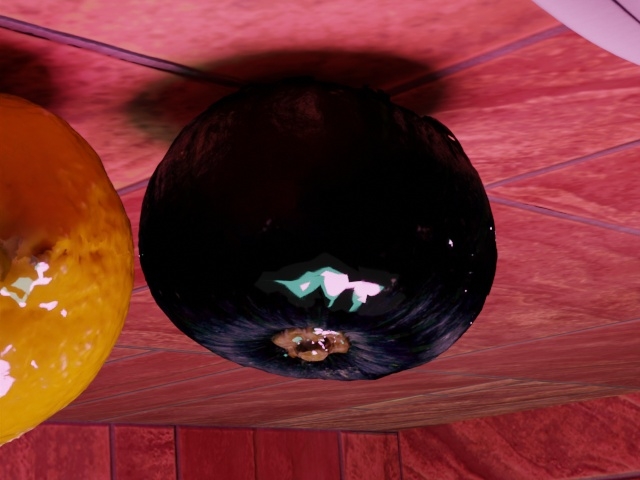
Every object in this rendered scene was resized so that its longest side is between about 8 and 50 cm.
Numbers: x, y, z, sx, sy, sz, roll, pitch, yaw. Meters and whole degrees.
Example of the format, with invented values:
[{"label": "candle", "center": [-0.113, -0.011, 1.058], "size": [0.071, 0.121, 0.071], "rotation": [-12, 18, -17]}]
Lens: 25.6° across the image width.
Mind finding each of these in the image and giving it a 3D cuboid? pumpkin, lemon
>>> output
[{"label": "pumpkin", "center": [0.000, 0.000, 0.917], "size": [0.233, 0.163, 0.233], "rotation": [4, 150, 3]}, {"label": "lemon", "center": [-0.238, 0.021, 0.854], "size": [0.263, 0.235, 0.236], "rotation": [1, 169, 18]}]

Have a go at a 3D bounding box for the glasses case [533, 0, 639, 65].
[{"label": "glasses case", "center": [0.089, -0.146, 0.508], "size": [0.075, 0.113, 0.297], "rotation": [-13, 164, 28]}]
